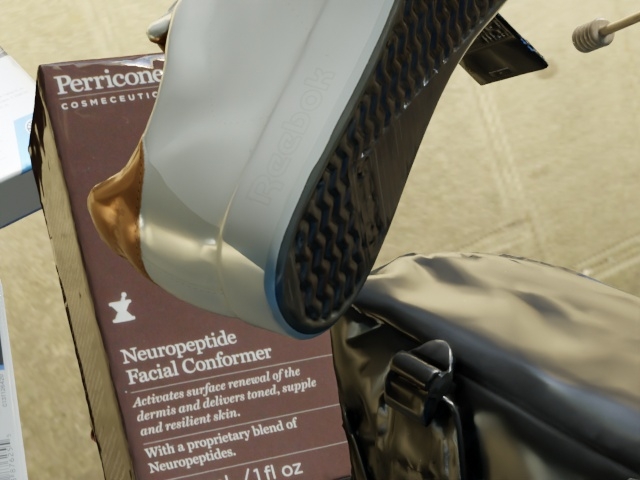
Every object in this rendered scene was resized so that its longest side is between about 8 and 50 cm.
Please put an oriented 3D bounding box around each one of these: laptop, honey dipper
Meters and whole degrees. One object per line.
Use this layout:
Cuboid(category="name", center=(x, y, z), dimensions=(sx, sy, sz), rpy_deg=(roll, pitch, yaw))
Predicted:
Cuboid(category="laptop", center=(0.143, -0.276, 1.806), dimensions=(0.264, 0.234, 0.136), rpy_deg=(43, 80, -12))
Cuboid(category="honey dipper", center=(0.294, -0.209, 1.246), dimensions=(0.030, 0.160, 0.030), rpy_deg=(1, 87, -18))

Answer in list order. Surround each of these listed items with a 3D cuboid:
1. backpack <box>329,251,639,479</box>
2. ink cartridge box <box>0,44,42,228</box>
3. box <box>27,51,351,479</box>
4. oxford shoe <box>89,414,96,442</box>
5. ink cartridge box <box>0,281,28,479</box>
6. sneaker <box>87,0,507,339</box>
Cuboid(category="backpack", center=(0.140, 0.202, 0.669), dimensions=(0.273, 0.290, 0.355), rpy_deg=(-15, 121, -46))
Cuboid(category="ink cartridge box", center=(-0.491, -0.158, 1.669), dimensions=(0.307, 0.129, 0.223), rpy_deg=(46, 47, 12))
Cuboid(category="box", center=(-0.097, 0.042, 1.017), dimensions=(0.191, 0.143, 0.381), rpy_deg=(-10, 65, -20))
Cuboid(category="oxford shoe", center=(-0.166, 0.195, 1.303), dimensions=(0.130, 0.348, 0.123), rpy_deg=(-17, 91, -5))
Cuboid(category="ink cartridge box", center=(-0.486, 0.221, 1.681), dimensions=(0.072, 0.307, 0.303), rpy_deg=(-5, 83, -41))
Cuboid(category="sneaker", center=(0.001, -0.109, 0.507), dimensions=(0.290, 0.123, 0.106), rpy_deg=(-61, 146, -20))
